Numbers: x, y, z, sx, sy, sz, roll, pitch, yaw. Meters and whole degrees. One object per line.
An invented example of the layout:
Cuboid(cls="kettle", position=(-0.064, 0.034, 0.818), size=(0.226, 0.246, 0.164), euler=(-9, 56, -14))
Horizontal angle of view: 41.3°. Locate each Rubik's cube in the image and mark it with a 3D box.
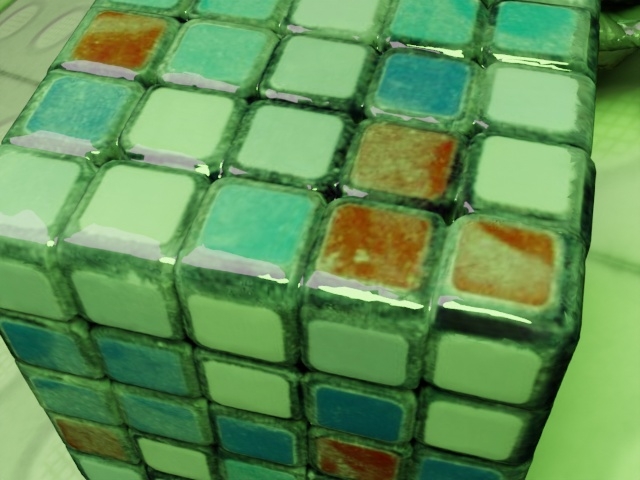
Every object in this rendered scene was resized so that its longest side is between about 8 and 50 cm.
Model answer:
Cuboid(cls="Rubik's cube", position=(0.000, 0.000, 0.538), size=(0.287, 0.293, 0.292), euler=(10, 50, 9))

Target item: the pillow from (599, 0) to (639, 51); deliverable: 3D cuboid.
Cuboid(cls="pillow", position=(0.138, -0.226, 0.744), size=(0.326, 0.101, 0.228), euler=(-9, 37, 13))

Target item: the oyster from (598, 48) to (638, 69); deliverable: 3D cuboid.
Cuboid(cls="oyster", position=(0.253, -0.253, 0.873), size=(0.161, 0.107, 0.233), euler=(-34, 55, -11))
